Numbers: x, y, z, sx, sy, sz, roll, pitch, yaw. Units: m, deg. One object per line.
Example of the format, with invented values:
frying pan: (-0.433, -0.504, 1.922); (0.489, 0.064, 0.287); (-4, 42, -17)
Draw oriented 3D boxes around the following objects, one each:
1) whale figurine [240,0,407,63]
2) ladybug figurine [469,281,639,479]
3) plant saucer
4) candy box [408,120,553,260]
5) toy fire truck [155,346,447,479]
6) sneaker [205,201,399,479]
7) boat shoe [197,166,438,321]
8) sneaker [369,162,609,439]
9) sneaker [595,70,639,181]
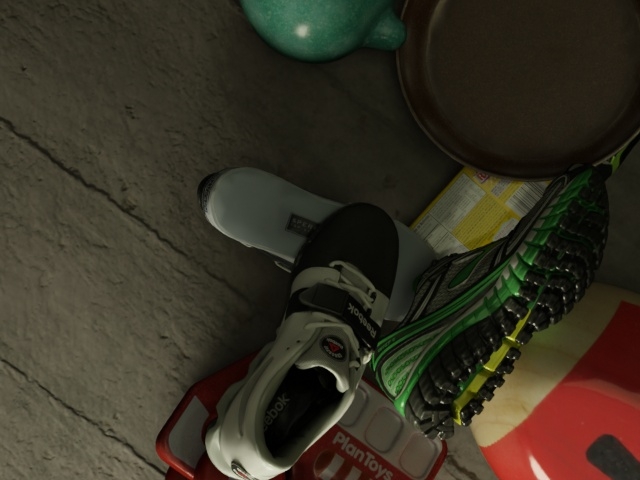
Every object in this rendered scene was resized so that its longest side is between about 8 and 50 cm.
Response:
whale figurine: (0.038, -0.310, 1.280); (0.272, 0.141, 0.216); (-27, 96, 4)
ladybug figurine: (0.357, 0.239, 1.325); (0.449, 0.162, 0.305); (37, 107, 1)
plant saucer: (0.243, -0.219, 1.328); (0.310, 0.050, 0.311); (-1, 86, 12)
candy box: (0.188, -0.030, 1.369); (0.105, 0.027, 0.206); (43, 95, 6)
toy fire truck: (-0.025, 0.250, 1.338); (0.302, 0.169, 0.254); (38, 66, -8)
sneaker: (0.011, 0.104, 1.197); (0.122, 0.146, 0.331); (32, 73, -16)
boat shoe: (-0.002, 0.004, 1.328); (0.306, 0.105, 0.113); (20, 89, -18)
sneaker: (0.181, 0.041, 1.255); (0.343, 0.146, 0.134); (-47, 141, -4)
sneaker: (0.355, -0.156, 1.358); (0.084, 0.097, 0.235); (32, 91, -8)
